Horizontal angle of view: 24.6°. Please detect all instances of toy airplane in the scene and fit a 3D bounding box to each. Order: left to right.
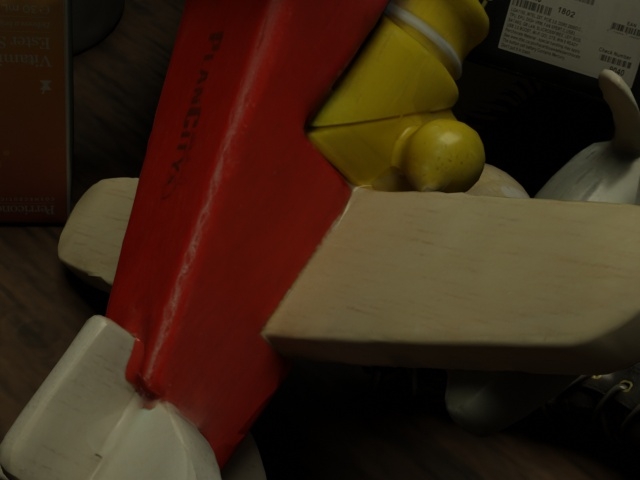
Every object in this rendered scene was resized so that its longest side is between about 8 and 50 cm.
[{"bbox_3d":[0.000,0.000,0.734,0.272,0.384,0.386,18,37,-35],"label":"toy airplane"}]

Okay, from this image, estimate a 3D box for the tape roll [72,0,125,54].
[{"bbox_3d":[-0.264,-0.220,1.160,0.219,0.072,0.219,3,37,-2],"label":"tape roll"}]

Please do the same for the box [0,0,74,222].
[{"bbox_3d":[-0.223,-0.104,0.932,0.130,0.171,0.091,0,36,-8],"label":"box"}]

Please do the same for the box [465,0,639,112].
[{"bbox_3d":[0.060,-0.221,0.983,0.394,0.097,0.318,19,24,11],"label":"box"}]

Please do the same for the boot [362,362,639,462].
[{"bbox_3d":[0.135,0.086,0.814,0.228,0.091,0.263,6,33,10],"label":"boot"}]

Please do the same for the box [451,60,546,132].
[{"bbox_3d":[0.060,-0.123,1.054,0.113,0.094,0.275,30,44,29],"label":"box"}]
